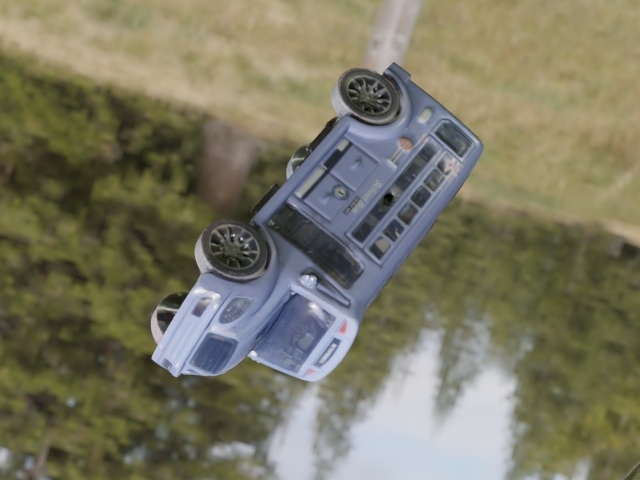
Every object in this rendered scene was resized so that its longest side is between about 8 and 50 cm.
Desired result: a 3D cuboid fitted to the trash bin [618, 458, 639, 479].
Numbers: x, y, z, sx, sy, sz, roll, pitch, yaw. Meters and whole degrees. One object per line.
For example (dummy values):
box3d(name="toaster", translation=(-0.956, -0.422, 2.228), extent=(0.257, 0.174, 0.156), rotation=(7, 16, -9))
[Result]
box3d(name="trash bin", translation=(0.071, 0.143, 0.360), extent=(0.121, 0.247, 0.243), rotation=(42, 167, 30))

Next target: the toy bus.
box3d(name="toy bus", translation=(0.000, 0.000, 0.753), extent=(0.076, 0.167, 0.073), rotation=(38, 142, 2))
